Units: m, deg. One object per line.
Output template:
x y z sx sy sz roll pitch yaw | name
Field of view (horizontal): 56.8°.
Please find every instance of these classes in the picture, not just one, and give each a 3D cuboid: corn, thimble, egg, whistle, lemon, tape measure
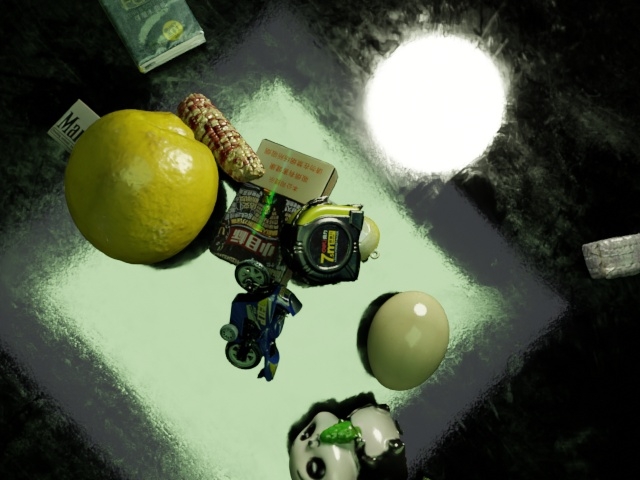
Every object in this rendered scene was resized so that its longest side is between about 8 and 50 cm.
-0.238 -0.239 1.410 0.098 0.098 0.290 -40 70 -7 | corn
0.744 0.040 1.483 0.150 0.150 0.098 -11 87 -6 | thimble
0.205 0.237 1.398 0.186 0.186 0.242 17 92 -3 | egg
0.061 -0.026 1.463 0.223 0.123 0.123 41 82 21 | whistle
-0.393 -0.118 1.310 0.347 0.348 0.348 0 85 -5 | lemon
0.000 0.000 1.320 0.186 0.112 0.199 3 91 -29 | tape measure

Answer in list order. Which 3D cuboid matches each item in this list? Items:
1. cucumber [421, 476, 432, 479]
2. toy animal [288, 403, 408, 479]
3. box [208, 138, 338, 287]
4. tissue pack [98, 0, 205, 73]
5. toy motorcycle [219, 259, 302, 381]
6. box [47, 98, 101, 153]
0.232 0.681 1.421 0.078 0.062 0.211 31 83 -2 | cucumber
0.059 0.489 1.353 0.266 0.212 0.213 -7 85 -12 | toy animal
-0.110 -0.067 1.425 0.198 0.084 0.310 23 83 13 | box
-0.429 -0.570 1.467 0.185 0.081 0.257 -30 89 -7 | tissue pack
-0.133 0.191 1.367 0.168 0.113 0.315 14 119 7 | toy motorcycle
-0.560 -0.244 1.447 0.177 0.036 0.115 42 83 0 | box
